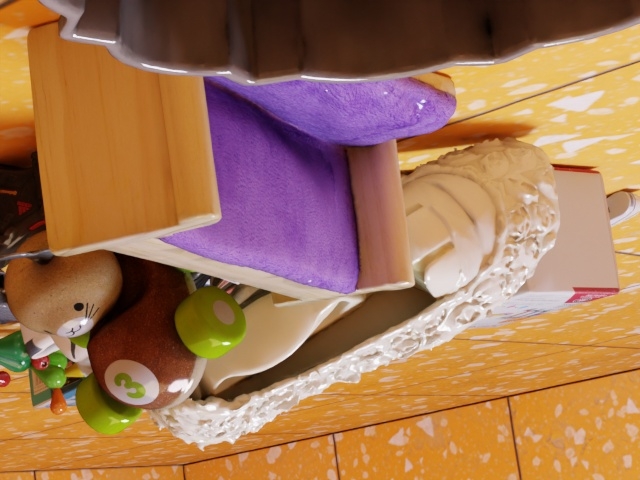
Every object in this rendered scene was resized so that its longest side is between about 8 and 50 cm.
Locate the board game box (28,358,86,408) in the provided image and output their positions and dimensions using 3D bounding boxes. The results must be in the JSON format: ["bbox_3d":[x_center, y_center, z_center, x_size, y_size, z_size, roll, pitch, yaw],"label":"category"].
[{"bbox_3d":[-0.184,0.157,2.223,0.336,0.079,0.254,0,166,-31],"label":"board game box"}]

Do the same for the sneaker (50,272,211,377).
[{"bbox_3d":[-0.177,0.017,1.437,0.330,0.146,0.122,-40,-169,51],"label":"sneaker"}]

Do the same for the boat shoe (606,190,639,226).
[{"bbox_3d":[0.303,-0.027,1.779,0.035,0.035,0.100,5,157,-37],"label":"boat shoe"}]

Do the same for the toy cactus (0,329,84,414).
[{"bbox_3d":[-0.392,0.149,2.035,0.180,0.112,0.219,14,165,-38],"label":"toy cactus"}]

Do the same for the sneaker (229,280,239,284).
[{"bbox_3d":[0.000,0.000,1.565,0.262,0.099,0.121,-4,172,-13],"label":"sneaker"}]

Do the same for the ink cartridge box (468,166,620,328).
[{"bbox_3d":[0.178,0.010,1.639,0.128,0.127,0.176,1,166,-38],"label":"ink cartridge box"}]

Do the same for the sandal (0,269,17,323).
[{"bbox_3d":[-0.360,0.056,1.721,0.097,0.054,0.254,3,175,-16],"label":"sandal"}]

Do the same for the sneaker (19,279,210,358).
[{"bbox_3d":[-0.199,0.081,1.814,0.258,0.091,0.094,-6,168,-7],"label":"sneaker"}]

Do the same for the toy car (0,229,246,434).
[{"bbox_3d":[-0.181,0.048,1.246,0.188,0.149,0.155,14,139,-44],"label":"toy car"}]

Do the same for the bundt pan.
[{"bbox_3d":[0.039,-0.172,0.688,0.330,0.124,0.331,-8,168,-2],"label":"bundt pan"}]

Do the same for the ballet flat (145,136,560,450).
[{"bbox_3d":[0.035,0.043,1.385,0.409,0.147,0.147,-33,170,-6],"label":"ballet flat"}]

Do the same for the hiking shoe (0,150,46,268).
[{"bbox_3d":[-0.209,-0.023,1.328,0.227,0.086,0.114,-19,160,41],"label":"hiking shoe"}]

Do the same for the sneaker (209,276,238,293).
[{"bbox_3d":[-0.032,0.039,1.763,0.178,0.077,0.072,-11,169,10],"label":"sneaker"}]

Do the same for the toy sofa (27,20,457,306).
[{"bbox_3d":[-0.029,-0.054,1.146,0.177,0.150,0.362,-11,168,21],"label":"toy sofa"}]
